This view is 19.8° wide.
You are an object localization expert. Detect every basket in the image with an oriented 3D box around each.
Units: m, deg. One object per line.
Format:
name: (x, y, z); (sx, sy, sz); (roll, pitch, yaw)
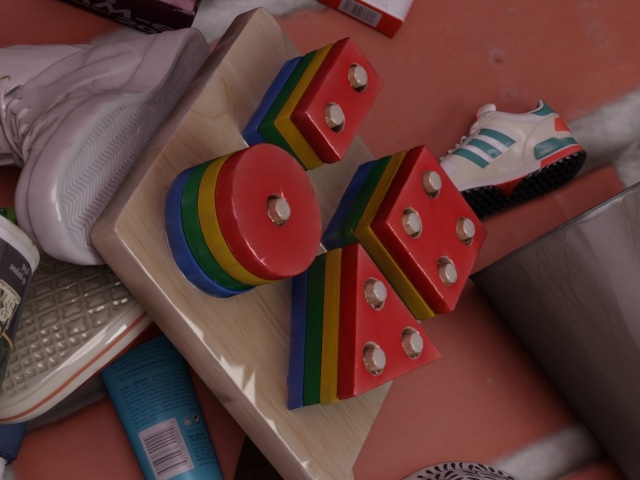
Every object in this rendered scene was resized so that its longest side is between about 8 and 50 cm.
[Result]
basket: (0.250, 0.079, 1.379); (0.204, 0.154, 0.227); (-27, 86, -20)

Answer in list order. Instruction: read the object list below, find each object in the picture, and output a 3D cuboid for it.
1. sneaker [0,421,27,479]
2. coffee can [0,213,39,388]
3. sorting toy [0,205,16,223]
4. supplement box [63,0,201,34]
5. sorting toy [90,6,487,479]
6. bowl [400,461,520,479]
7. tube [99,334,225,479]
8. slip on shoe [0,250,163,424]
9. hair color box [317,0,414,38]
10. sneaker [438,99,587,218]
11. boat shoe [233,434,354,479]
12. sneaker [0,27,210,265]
sneaker: (-0.230, 0.177, 1.265); (0.322, 0.130, 0.236); (34, 76, 5)
coffee can: (-0.302, 0.111, 1.108); (0.201, 0.201, 0.275); (15, 71, -7)
sorting toy: (-0.256, 0.005, 1.367); (0.062, 0.012, 0.083); (23, 73, -4)
supplement box: (-0.124, -0.289, 1.437); (0.130, 0.073, 0.239); (20, 72, -4)
sorting toy: (0.000, 0.000, 1.263); (0.257, 0.089, 0.255); (53, 42, -24)
bowl: (0.116, 0.241, 1.343); (0.170, 0.080, 0.170); (3, 74, -10)
tube: (-0.131, 0.094, 1.353); (0.080, 0.052, 0.207); (-16, 74, -23)
slip on shoe: (-0.122, 0.030, 1.298); (0.123, 0.101, 0.331); (13, 41, 34)
hair color box: (0.059, -0.242, 1.477); (0.072, 0.043, 0.141); (26, 73, -3)
sneaker: (0.125, -0.064, 1.444); (0.161, 0.057, 0.075); (-19, 63, -14)
boat shoe: (0.001, 0.245, 1.312); (0.098, 0.109, 0.302); (11, 64, -30)
sneaker: (-0.191, -0.063, 1.279); (0.169, 0.292, 0.108); (-3, 114, 16)
